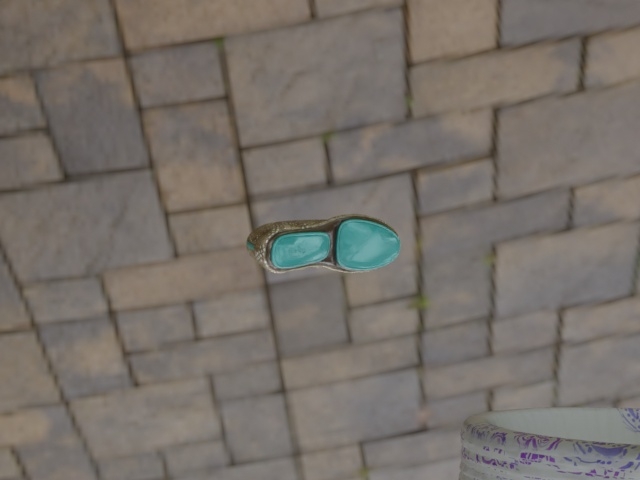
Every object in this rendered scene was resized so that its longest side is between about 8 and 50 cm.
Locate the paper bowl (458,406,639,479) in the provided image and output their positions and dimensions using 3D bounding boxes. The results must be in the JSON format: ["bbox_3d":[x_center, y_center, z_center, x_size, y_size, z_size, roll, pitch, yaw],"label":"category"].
[{"bbox_3d":[0.242,0.206,1.269,0.284,0.148,0.284,1,-179,0],"label":"paper bowl"}]

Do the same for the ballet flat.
[{"bbox_3d":[0.000,0.000,2.002,0.206,0.073,0.067,2,-169,-41],"label":"ballet flat"}]
